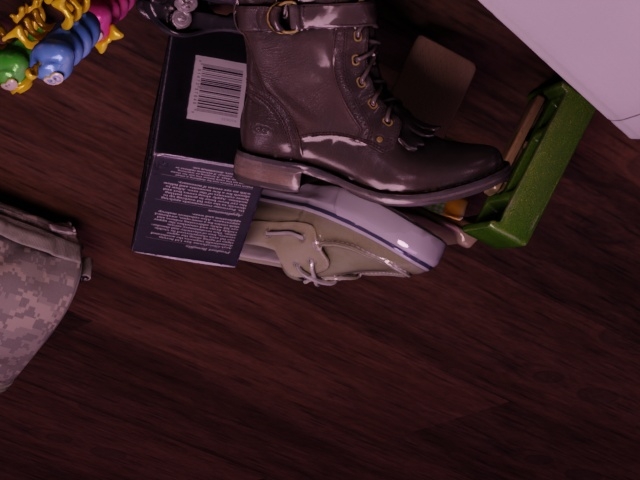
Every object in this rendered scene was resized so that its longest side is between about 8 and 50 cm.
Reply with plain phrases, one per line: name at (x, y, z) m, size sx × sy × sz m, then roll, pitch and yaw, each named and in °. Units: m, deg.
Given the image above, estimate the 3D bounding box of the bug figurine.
bug figurine at (-0.253, -0.156, 1.550) m, size 0.279 × 0.216 × 0.072 m, roll -26°, pitch 111°, yaw 40°

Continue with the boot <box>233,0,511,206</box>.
boot at (0.035, -0.152, 1.505) m, size 0.263 × 0.229 × 0.091 m, roll 5°, pitch -166°, yaw 8°

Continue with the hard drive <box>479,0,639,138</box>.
hard drive at (0.235, -0.210, 1.349) m, size 0.233 × 0.047 × 0.353 m, roll -19°, pitch 139°, yaw 38°

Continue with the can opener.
can opener at (-0.071, -0.205, 1.595) m, size 0.186 × 0.073 × 0.059 m, roll 7°, pitch 114°, yaw -8°

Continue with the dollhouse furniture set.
dollhouse furniture set at (0.103, -0.098, 1.740) m, size 0.197 × 0.151 × 0.301 m, roll 27°, pitch 172°, yaw -10°

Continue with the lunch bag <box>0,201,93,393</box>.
lunch bag at (-0.437, 0.041, 1.963) m, size 0.305 × 0.213 × 0.256 m, roll 24°, pitch 131°, yaw -36°

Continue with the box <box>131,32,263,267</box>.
box at (-0.109, -0.089, 1.706) m, size 0.108 × 0.153 × 0.207 m, roll 9°, pitch 154°, yaw -7°

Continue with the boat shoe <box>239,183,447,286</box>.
boat shoe at (0.000, 0.000, 1.794) m, size 0.302 × 0.094 × 0.109 m, roll 16°, pitch 167°, yaw 47°
